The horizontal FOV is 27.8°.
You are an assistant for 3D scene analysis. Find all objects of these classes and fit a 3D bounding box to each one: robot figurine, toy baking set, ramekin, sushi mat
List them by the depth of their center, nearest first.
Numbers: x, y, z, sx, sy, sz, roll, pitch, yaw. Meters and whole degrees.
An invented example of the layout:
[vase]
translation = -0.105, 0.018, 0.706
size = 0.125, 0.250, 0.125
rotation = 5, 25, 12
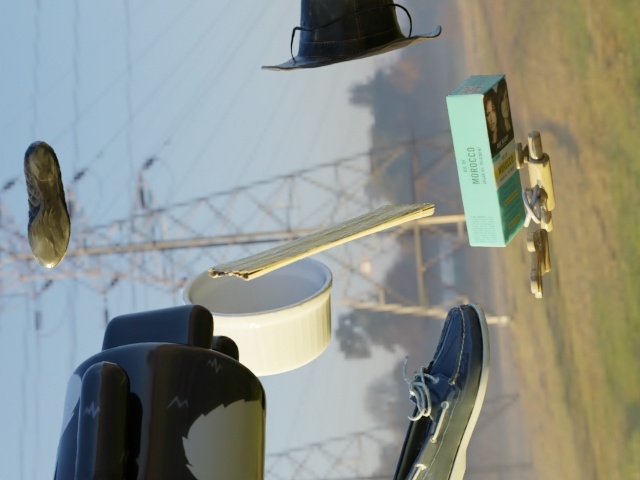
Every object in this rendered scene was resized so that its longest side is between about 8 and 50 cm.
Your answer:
[robot figurine]
translation = -0.127, 0.192, 1.045
size = 0.173, 0.209, 0.278
rotation = -40, 39, 45
[toy baking set]
translation = 0.282, -0.043, 1.666
size = 0.197, 0.030, 0.256
rotation = -75, -24, -54
[sushi mat]
translation = 0.000, 0.000, 1.888
size = 0.151, 0.316, 0.019
rotation = 4, 112, 64
[ramekin]
translation = -0.108, 0.138, 2.381
size = 0.277, 0.277, 0.135
rotation = -80, -16, -68

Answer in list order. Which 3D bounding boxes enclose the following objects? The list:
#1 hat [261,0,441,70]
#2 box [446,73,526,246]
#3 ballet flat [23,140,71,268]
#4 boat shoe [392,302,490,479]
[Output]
[hat]
translation = 0.036, -0.360, 2.091
size = 0.331, 0.331, 0.134
rotation = -68, -35, -77
[box]
translation = 0.254, -0.121, 1.961
size = 0.100, 0.060, 0.244
rotation = -41, -54, -51
[ballet flat]
translation = -0.361, -0.048, 1.714
size = 0.049, 0.057, 0.173
rotation = -123, 31, -72
[boat shoe]
translation = 0.137, 0.194, 1.522
size = 0.095, 0.079, 0.255
rotation = -124, 44, -71
